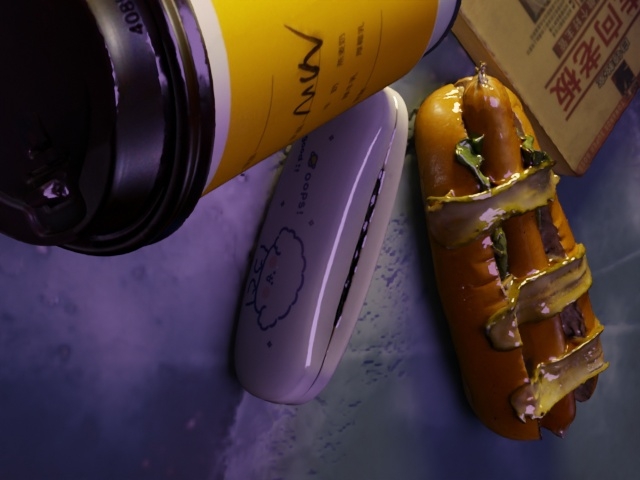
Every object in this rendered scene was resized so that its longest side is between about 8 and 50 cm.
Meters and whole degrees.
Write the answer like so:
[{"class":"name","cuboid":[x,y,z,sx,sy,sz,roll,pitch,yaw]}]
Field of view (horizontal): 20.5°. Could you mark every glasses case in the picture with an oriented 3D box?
[{"class":"glasses case","cuboid":[0.000,0.000,1.033,0.049,0.076,0.197,21,84,-37]}]

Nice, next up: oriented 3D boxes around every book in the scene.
[{"class":"book","cuboid":[0.146,-0.174,1.155,0.161,0.026,0.231,-54,125,-19]}]

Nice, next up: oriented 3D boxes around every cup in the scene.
[{"class":"cup","cuboid":[-0.061,-0.116,0.907,0.279,0.196,0.196,-27,113,-41]}]

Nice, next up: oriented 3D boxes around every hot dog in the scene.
[{"class":"hot dog","cuboid":[0.121,0.011,1.135,0.109,0.072,0.270,-32,116,-34]}]
